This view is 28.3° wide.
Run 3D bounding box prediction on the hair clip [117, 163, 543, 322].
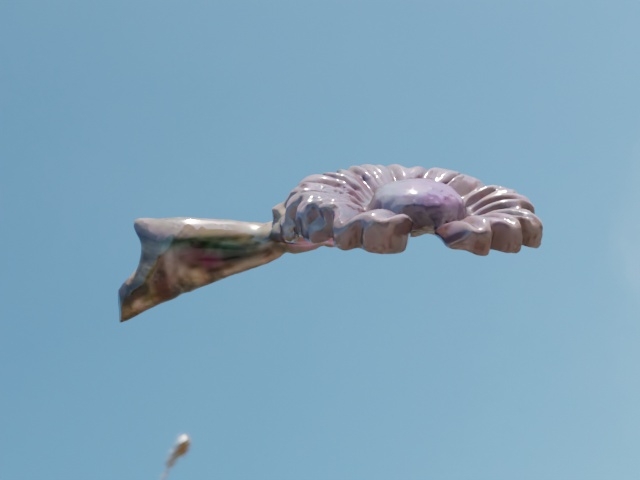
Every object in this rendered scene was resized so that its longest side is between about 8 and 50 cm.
[{"bbox_3d":[-0.003,-0.007,0.872,0.300,0.173,0.069,-12,-73,5],"label":"hair clip"}]
